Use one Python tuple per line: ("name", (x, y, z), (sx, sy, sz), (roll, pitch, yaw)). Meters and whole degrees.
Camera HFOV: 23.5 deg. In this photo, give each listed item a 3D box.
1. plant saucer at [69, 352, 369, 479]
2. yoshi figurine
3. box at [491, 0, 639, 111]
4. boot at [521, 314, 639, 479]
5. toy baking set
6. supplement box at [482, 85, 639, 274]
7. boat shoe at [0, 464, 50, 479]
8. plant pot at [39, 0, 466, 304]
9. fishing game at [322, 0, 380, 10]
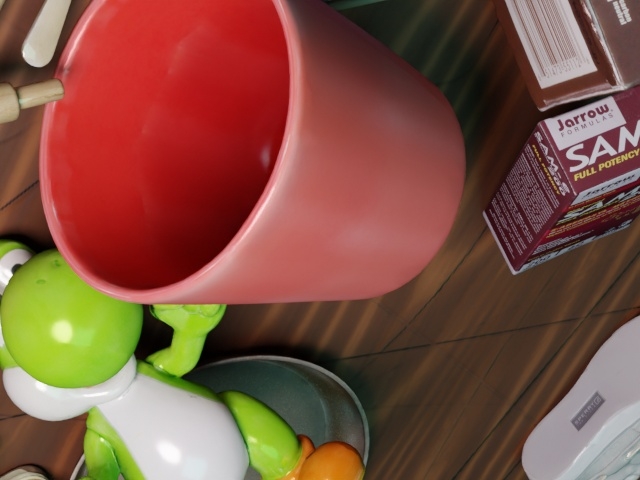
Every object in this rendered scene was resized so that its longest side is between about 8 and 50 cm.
("plant saucer", (-0.102, 0.223, 1.478), (0.310, 0.050, 0.311), (-14, 129, -18))
("yoshi figurine", (-0.138, 0.131, 1.230), (0.362, 0.203, 0.203), (41, 118, -11))
("box", (0.349, -0.238, 1.261), (0.381, 0.191, 0.143), (-24, 94, -11))
("boot", (0.338, 0.178, 1.658), (0.123, 0.095, 0.258), (22, 120, -43))
("toy baking set", (-0.249, -0.170, 1.084), (0.256, 0.030, 0.197), (-12, 113, -29))
("supplement box", (0.234, -0.054, 1.354), (0.130, 0.073, 0.239), (-22, 166, -11))
("boat shoe", (-0.321, 0.281, 1.389), (0.190, 0.072, 0.068), (-38, 132, 2))
("plant pot", (-0.036, -0.066, 1.175), (0.243, 0.275, 0.275), (15, 116, -46))
("fishing game", (-0.022, -0.232, 1.128), (0.189, 0.041, 0.264), (-8, 162, 35))
